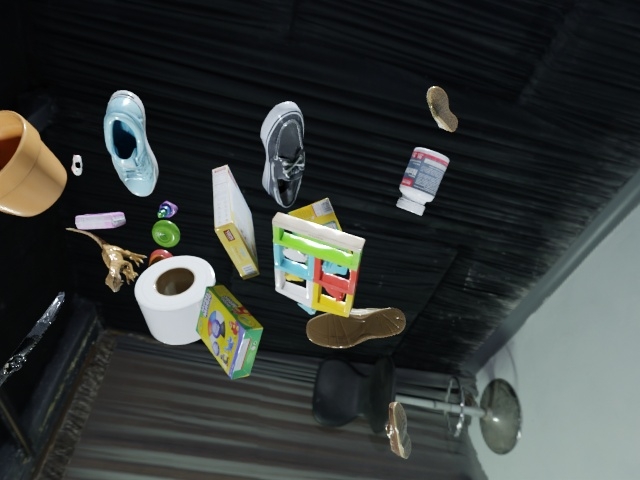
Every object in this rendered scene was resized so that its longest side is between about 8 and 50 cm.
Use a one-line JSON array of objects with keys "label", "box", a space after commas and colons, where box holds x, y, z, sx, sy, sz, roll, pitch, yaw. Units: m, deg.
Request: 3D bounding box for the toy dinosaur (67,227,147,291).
[{"label": "toy dinosaur", "box": [-0.424, 0.029, 0.846, 0.064, 0.112, 0.211, -49, 51, -4]}]

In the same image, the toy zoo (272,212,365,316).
[{"label": "toy zoo", "box": [-0.012, 0.076, 0.928, 0.293, 0.192, 0.030, 93, -161, -48]}]

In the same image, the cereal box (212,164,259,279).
[{"label": "cereal box", "box": [-0.206, -0.048, 0.999, 0.240, 0.047, 0.173, -109, -1, -48]}]

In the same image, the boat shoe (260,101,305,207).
[{"label": "boat shoe", "box": [-0.082, -0.193, 1.010, 0.102, 0.108, 0.301, 55, 151, 23]}]

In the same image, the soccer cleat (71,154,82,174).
[{"label": "soccer cleat", "box": [-0.763, -0.231, 1.299, 0.083, 0.029, 0.035, -56, 51, 43]}]

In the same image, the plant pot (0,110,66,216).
[{"label": "plant pot", "box": [-0.912, -0.203, 1.225, 0.203, 0.291, 0.290, 58, -144, -60]}]

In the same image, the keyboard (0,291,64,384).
[{"label": "keyboard", "box": [-0.716, 0.271, 0.989, 0.317, 0.033, 0.201, -42, 26, 25]}]

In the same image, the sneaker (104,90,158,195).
[{"label": "sneaker", "box": [-0.600, -0.262, 1.284, 0.366, 0.135, 0.150, 96, 172, -45]}]

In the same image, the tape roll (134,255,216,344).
[{"label": "tape roll", "box": [-0.457, 0.191, 1.353, 0.246, 0.246, 0.169, -87, -2, -50]}]

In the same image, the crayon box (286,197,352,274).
[{"label": "crayon box", "box": [0.000, 0.000, 1.554, 0.081, 0.165, 0.278, 146, 102, -76]}]

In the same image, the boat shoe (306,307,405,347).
[{"label": "boat shoe", "box": [0.102, 0.252, 1.214, 0.089, 0.285, 0.104, 82, -176, -85]}]

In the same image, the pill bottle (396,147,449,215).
[{"label": "pill bottle", "box": [0.295, -0.171, 1.222, 0.108, 0.108, 0.180, -120, 50, -79]}]

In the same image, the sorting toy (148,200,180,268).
[{"label": "sorting toy", "box": [-0.701, 0.013, 1.804, 0.126, 0.127, 0.365, -72, 0, -66]}]

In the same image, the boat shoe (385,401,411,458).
[{"label": "boat shoe", "box": [0.221, 0.560, 1.225, 0.064, 0.060, 0.178, -29, -69, -52]}]

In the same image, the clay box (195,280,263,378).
[{"label": "clay box", "box": [-0.223, 0.197, 0.956, 0.222, 0.053, 0.127, 32, 112, 42]}]

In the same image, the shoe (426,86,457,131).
[{"label": "shoe", "box": [0.406, -0.446, 1.422, 0.058, 0.219, 0.076, 29, 86, 42]}]

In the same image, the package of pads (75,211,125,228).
[{"label": "package of pads", "box": [-0.469, -0.042, 0.884, 0.050, 0.083, 0.032, -54, -40, -81]}]
